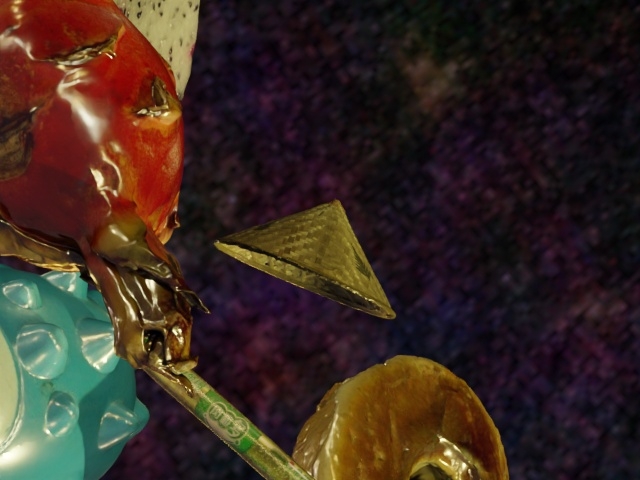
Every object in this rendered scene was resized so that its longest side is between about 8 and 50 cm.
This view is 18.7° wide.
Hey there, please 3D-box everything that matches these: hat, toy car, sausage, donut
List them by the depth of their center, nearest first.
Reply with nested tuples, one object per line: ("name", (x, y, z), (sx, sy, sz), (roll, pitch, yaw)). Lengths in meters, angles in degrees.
("toy car", (-0.230, 0.104, 1.390), (0.190, 0.255, 0.188), (-29, 72, 29))
("hat", (0.000, 0.000, 1.433), (0.146, 0.067, 0.146), (22, 173, 3))
("sausage", (-0.084, 0.180, 1.858), (0.269, 0.033, 0.033), (41, 142, 8))
("donut", (0.077, 0.291, 2.017), (0.160, 0.330, 0.330), (-26, 99, 42))

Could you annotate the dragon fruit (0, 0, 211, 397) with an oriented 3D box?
("dragon fruit", (-0.111, -0.028, 0.900), (0.246, 0.125, 0.125), (55, -174, 35))

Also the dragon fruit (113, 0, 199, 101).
("dragon fruit", (-0.228, -0.211, 1.503), (0.204, 0.283, 0.221), (16, 103, 18))
